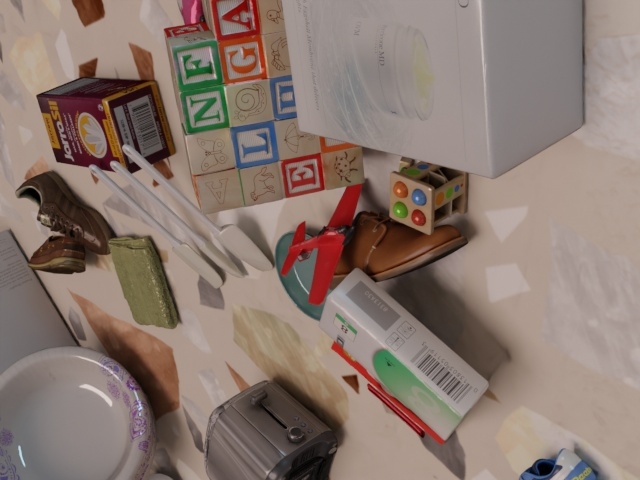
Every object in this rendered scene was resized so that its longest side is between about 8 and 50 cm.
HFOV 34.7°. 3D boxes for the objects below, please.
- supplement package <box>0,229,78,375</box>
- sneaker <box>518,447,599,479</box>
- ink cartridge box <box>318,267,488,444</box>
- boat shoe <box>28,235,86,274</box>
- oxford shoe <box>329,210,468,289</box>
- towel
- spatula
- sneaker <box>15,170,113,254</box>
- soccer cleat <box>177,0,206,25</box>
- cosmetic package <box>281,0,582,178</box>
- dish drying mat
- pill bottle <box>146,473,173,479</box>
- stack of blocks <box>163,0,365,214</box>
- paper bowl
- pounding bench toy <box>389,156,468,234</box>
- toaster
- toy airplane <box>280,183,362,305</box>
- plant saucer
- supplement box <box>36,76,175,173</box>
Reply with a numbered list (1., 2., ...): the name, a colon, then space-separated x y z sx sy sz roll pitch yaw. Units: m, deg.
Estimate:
1. supplement package: -0.588 0.164 1.857 0.293 0.177 0.175 59 144 4
2. sneaker: 0.229 0.259 1.061 0.059 0.053 0.144 54 135 8
3. ink cartridge box: 0.074 0.146 1.102 0.181 0.056 0.224 41 154 14
4. boat shoe: -0.429 0.023 1.683 0.178 0.064 0.060 -7 74 56
5. oxford shoe: 0.066 0.003 1.068 0.212 0.076 0.076 -13 94 53
6. towel: -0.265 0.063 1.534 0.110 0.027 0.148 2 114 48
7. spatula: -0.182 -0.030 1.312 0.242 0.019 0.168 45 153 -17
8. sneaker: -0.400 -0.032 1.593 0.188 0.071 0.066 41 139 25
9. soccer cleat: -0.112 -0.319 1.053 0.143 0.116 0.331 -132 27 -59
10. cosmetic package: 0.089 -0.195 0.854 0.225 0.138 0.224 18 126 41
11. dish drying mat: 0.086 0.195 1.171 0.083 0.008 0.032 39 174 24
12. pill bottle: -0.310 0.476 1.792 0.108 0.108 0.193 53 142 10
13. stack of blocks: -0.061 -0.189 0.990 0.087 0.171 0.297 -118 19 -61
14. paper bowl: -0.410 0.325 1.681 0.284 0.284 0.148 48 169 17
15. pounding bench toy: 0.092 -0.050 1.004 0.083 0.065 0.052 26 132 38
16. toaster: -0.073 0.298 1.382 0.146 0.129 0.227 42 142 29
17. toy airplane: 0.000 0.000 1.095 0.028 0.151 0.151 27 148 -19
18. plant saucer: -0.007 0.040 1.217 0.119 0.021 0.119 28 132 35
19. supplement box: -0.290 -0.156 1.373 0.188 0.081 0.104 11 122 46
